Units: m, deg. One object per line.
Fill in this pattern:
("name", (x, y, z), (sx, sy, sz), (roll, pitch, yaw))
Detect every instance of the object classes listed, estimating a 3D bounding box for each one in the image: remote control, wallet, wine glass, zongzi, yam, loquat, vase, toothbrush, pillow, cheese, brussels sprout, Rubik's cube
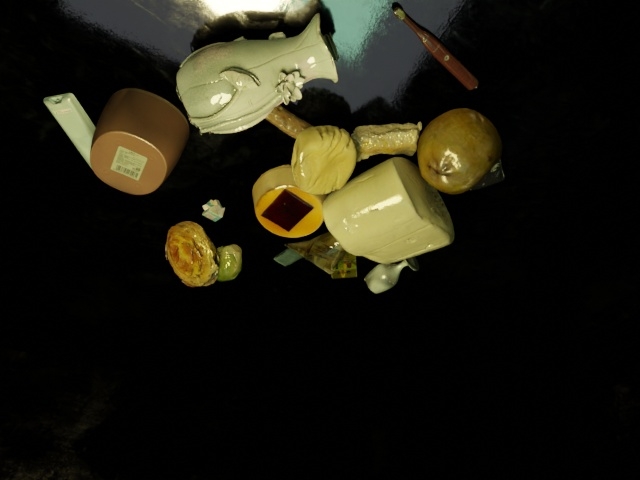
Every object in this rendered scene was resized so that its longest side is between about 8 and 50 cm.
("remote control", (-0.804, -0.352, 1.443), (0.103, 0.051, 0.293), (-8, 135, 7))
("wallet", (-0.137, 0.067, 1.924), (0.129, 0.026, 0.088), (-32, 133, 27))
("wine glass", (0.324, 0.144, 1.952), (0.241, 0.126, 0.126), (-36, 127, 29))
("zongzi", (0.000, 0.000, 1.815), (0.242, 0.112, 0.221), (31, 116, -6))
("yam", (-0.060, -0.373, 1.428), (0.357, 0.081, 0.081), (28, 129, -26))
("loquat", (0.435, -0.288, 1.384), (0.276, 0.284, 0.276), (22, 132, 26))
("vase", (-0.168, -0.472, 1.210), (0.445, 0.250, 0.250), (-18, 135, 9))
("toothbrush", (0.348, -0.565, 1.264), (0.364, 0.041, 0.041), (29, 129, -28))
("pillow", (0.598, -0.276, 1.569), (0.141, 0.055, 0.208), (-14, 135, 24))
("cheese", (0.012, -0.261, 1.403), (0.214, 0.117, 0.226), (-5, 122, -17))
("brussels sprout", (-0.416, 0.106, 1.881), (0.183, 0.145, 0.131), (-29, 158, 32))
("Rubik's cube", (-0.421, -0.127, 1.681), (0.075, 0.073, 0.084), (-9, 144, 32))

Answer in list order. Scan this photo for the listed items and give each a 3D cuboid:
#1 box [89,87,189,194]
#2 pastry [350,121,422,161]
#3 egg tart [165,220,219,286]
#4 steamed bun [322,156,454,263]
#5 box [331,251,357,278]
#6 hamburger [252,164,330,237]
("box", (-0.595, -0.305, 1.384), (0.301, 0.216, 0.301), (0, 138, 0))
("pastry", (0.214, -0.338, 1.462), (0.258, 0.089, 0.121), (-5, 126, 5))
("egg tart", (-0.527, 0.055, 1.799), (0.297, 0.132, 0.297), (9, 109, 25))
("steamed bun", (0.247, -0.107, 1.563), (0.371, 0.290, 0.456), (-23, 148, 30))
("box", (0.105, 0.104, 1.970), (0.121, 0.030, 0.193), (-5, 136, 3))
("hamburger", (-0.107, -0.149, 1.588), (0.300, 0.176, 0.300), (2, 137, 2))
